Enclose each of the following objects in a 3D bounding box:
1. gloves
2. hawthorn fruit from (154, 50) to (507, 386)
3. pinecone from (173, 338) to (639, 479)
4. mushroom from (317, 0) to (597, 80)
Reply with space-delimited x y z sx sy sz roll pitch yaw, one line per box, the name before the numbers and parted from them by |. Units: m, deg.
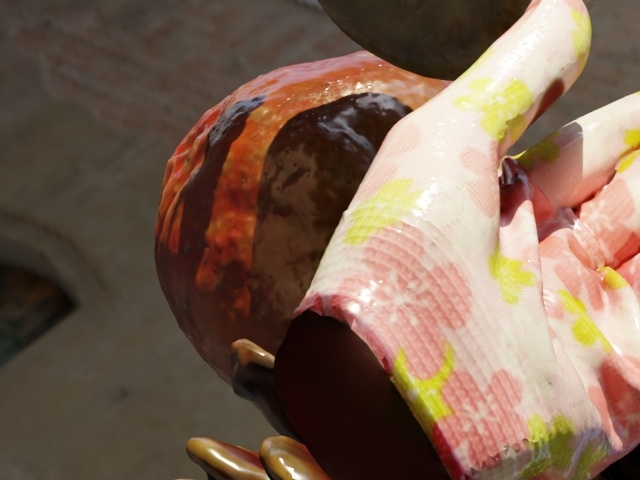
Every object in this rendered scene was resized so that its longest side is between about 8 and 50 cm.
gloves | 0.094 0.001 0.733 0.145 0.241 0.126 38 -41 23
hawthorn fruit | 0.012 -0.002 1.248 0.262 0.258 0.258 35 -28 41
pinecone | 0.132 0.162 0.950 0.398 0.398 0.398 42 -24 24
mushroom | 0.057 -0.191 1.024 0.226 0.178 0.226 19 -57 31
